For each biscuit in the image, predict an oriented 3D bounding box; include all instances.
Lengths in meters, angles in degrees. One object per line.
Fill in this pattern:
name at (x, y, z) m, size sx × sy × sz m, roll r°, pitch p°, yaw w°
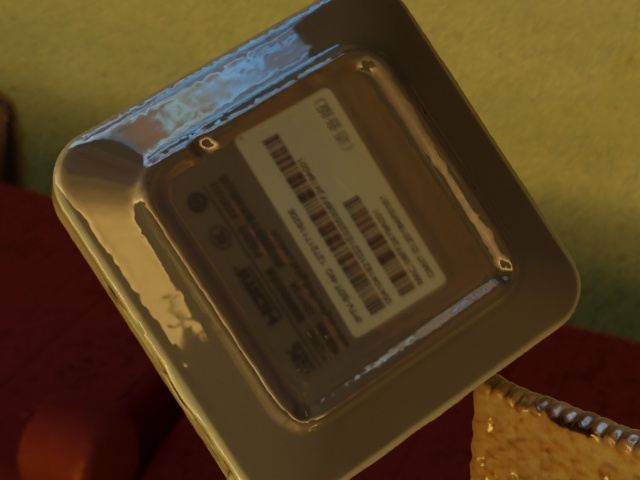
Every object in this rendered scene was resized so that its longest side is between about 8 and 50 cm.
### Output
biscuit at (0.233, 0.251, 1.192) m, size 0.325 × 0.044 × 0.217 m, roll 15°, pitch 107°, yaw 61°

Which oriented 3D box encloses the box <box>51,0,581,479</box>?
box at (0.000, 0.000, 1.193) m, size 0.367 × 0.373 × 0.090 m, roll 56°, pitch 160°, yaw 2°
